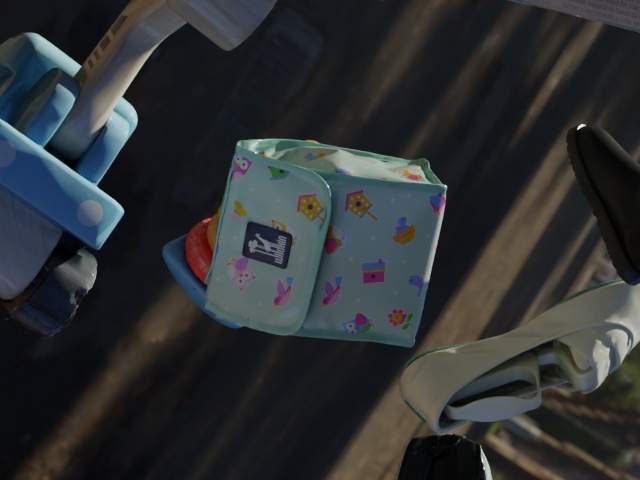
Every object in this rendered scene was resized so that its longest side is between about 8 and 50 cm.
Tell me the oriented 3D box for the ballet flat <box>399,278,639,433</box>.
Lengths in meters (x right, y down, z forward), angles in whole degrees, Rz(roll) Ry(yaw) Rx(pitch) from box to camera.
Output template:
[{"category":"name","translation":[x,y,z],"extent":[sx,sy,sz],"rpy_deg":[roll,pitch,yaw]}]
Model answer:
[{"category":"ballet flat","translation":[0.311,0.176,2.196],"extent":[0.400,0.139,0.139],"rpy_deg":[-19,160,-4]}]

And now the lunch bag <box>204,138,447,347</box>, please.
[{"category":"lunch bag","translation":[0.000,0.000,1.896],"extent":[0.160,0.262,0.223],"rpy_deg":[-120,-140,-66]}]

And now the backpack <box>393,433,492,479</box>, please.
[{"category":"backpack","translation":[0.138,0.320,1.843],"extent":[0.115,0.152,0.182],"rpy_deg":[86,12,-65]}]

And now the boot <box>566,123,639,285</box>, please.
[{"category":"boot","translation":[0.454,-0.086,2.065],"extent":[0.207,0.246,0.094],"rpy_deg":[-32,152,30]}]

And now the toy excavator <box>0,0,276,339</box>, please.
[{"category":"toy excavator","translation":[-0.251,-0.139,1.590],"extent":[0.445,0.222,0.433],"rpy_deg":[-59,-155,-8]}]

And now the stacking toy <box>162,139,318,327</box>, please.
[{"category":"stacking toy","translation":[-0.076,-0.035,2.255],"extent":[0.165,0.175,0.302],"rpy_deg":[-24,155,-52]}]

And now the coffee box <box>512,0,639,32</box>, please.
[{"category":"coffee box","translation":[0.247,-0.370,1.389],"extent":[0.337,0.338,0.334],"rpy_deg":[-9,115,-63]}]
